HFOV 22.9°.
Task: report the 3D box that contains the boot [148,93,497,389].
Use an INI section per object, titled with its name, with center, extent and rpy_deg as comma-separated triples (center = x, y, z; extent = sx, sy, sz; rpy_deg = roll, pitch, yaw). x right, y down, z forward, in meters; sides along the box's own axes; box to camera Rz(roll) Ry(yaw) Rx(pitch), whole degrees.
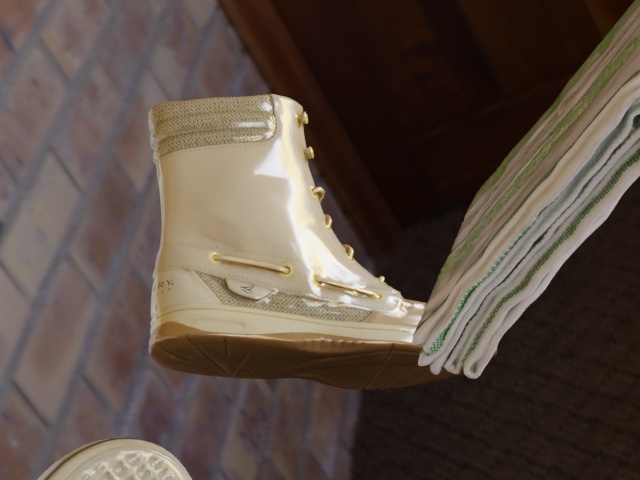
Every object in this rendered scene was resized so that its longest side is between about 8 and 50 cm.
[boot]
center = 0.000, 0.000, 1.144
extent = 0.095, 0.262, 0.203
rpy_deg = 130, 141, -56

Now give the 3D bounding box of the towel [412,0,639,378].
[towel]
center = 0.080, -0.026, 0.502
extent = 0.113, 0.023, 0.152
rpy_deg = -51, 2, 24

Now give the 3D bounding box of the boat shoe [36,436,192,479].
[boat shoe]
center = -0.231, 0.367, 1.166
extent = 0.156, 0.186, 0.500
rpy_deg = 33, 105, 60
